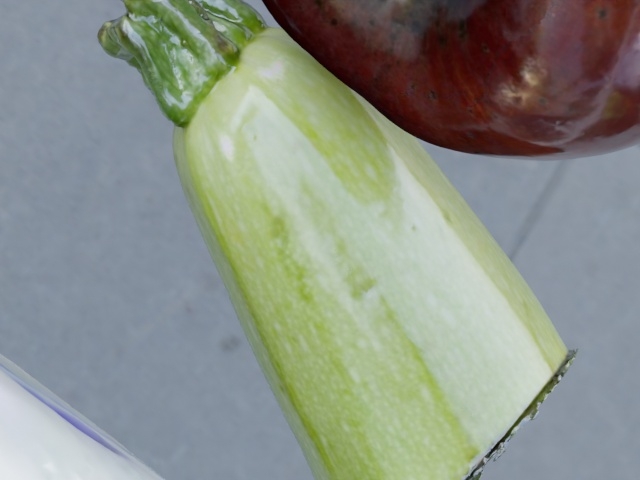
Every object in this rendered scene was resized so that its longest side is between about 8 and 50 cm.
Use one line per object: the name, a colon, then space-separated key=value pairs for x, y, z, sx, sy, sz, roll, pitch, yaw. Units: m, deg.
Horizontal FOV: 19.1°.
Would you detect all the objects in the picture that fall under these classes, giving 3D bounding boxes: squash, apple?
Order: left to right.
squash: x=0.015 y=-0.006 z=0.794 sx=0.137 sy=0.137 sz=0.287 roll=-31 pitch=108 yaw=-20
apple: x=0.073 y=-0.152 z=0.699 sx=0.234 sy=0.234 sz=0.234 roll=-18 pitch=123 yaw=-29

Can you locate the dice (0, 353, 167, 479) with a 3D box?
dice: x=-0.216 y=0.144 z=0.741 sx=0.277 sy=0.304 sz=0.304 roll=-57 pitch=166 yaw=-7
